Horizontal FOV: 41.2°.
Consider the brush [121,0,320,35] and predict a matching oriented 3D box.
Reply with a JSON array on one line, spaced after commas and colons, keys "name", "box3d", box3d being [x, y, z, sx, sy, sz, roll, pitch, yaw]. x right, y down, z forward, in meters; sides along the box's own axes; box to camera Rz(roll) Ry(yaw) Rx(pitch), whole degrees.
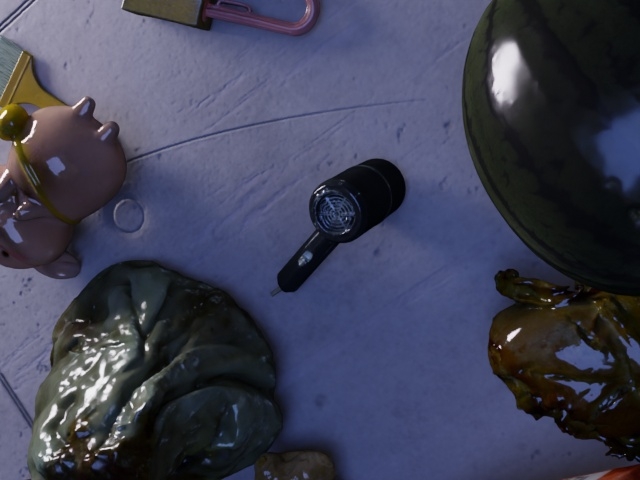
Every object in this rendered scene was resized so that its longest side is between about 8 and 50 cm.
[{"name": "brush", "box3d": [-0.113, -0.292, 0.995, 0.233, 0.047, 0.103, 17, 102, 12]}]

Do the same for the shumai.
[{"name": "shumai", "box3d": [-0.227, 0.186, 0.987, 0.309, 0.263, 0.304, -22, 94, 18]}]

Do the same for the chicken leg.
[{"name": "chicken leg", "box3d": [0.356, 0.128, 0.878, 0.361, 0.140, 0.211, 0, 110, 9]}]

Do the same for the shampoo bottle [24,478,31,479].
[{"name": "shampoo bottle", "box3d": [-0.340, 0.353, 1.055, 0.064, 0.260, 0.102, -33, 93, -24]}]

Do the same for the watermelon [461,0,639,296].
[{"name": "watermelon", "box3d": [0.280, -0.102, 0.783, 0.279, 0.279, 0.359, -29, 66, 18]}]

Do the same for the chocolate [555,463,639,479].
[{"name": "chocolate", "box3d": [0.254, 0.374, 0.887, 0.237, 0.108, 0.234, -27, 66, 38]}]

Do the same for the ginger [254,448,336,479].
[{"name": "ginger", "box3d": [0.009, 0.378, 1.049, 0.131, 0.086, 0.294, -31, 97, 6]}]

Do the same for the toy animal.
[{"name": "toy animal", "box3d": [-0.336, -0.070, 1.039, 0.248, 0.149, 0.165, -44, 76, 27]}]

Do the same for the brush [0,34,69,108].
[{"name": "brush", "box3d": [-0.351, -0.177, 1.098, 0.205, 0.011, 0.083, 34, 106, 8]}]

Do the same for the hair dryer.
[{"name": "hair dryer", "box3d": [0.000, 0.000, 0.982, 0.071, 0.124, 0.219, 47, 123, 7]}]
